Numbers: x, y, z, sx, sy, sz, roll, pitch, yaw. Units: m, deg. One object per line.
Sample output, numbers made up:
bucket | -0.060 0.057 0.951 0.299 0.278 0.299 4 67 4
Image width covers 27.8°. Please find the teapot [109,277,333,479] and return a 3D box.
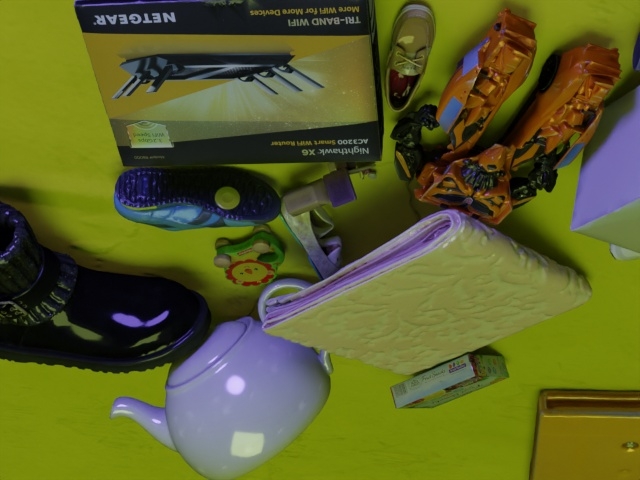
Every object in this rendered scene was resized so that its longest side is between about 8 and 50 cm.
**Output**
teapot | -0.119 0.191 1.783 0.252 0.256 0.187 -21 109 51

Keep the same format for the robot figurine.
robot figurine | 0.203 -0.124 1.471 0.211 0.085 0.291 17 138 -12

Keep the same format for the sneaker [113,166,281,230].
sneaker | -0.153 -0.046 1.620 0.209 0.069 0.082 4 155 0

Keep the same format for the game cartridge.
game cartridge | 0.472 0.341 2.016 0.285 0.053 0.324 1 141 5

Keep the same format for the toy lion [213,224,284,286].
toy lion | -0.089 0.027 1.720 0.100 0.034 0.096 -21 140 26

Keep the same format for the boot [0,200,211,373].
boot | -0.336 0.053 1.694 0.347 0.131 0.260 -3 139 10

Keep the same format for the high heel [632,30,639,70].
high heel | 0.441 -0.246 1.299 0.186 0.093 0.261 8 150 -2

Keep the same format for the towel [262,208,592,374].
towel | 0.140 0.076 1.667 0.317 0.053 0.331 -27 150 31

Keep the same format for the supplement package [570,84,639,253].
supplement package | 0.417 -0.071 1.419 0.203 0.149 0.194 17 162 -14

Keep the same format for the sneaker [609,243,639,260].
sneaker | 0.441 -0.007 1.585 0.190 0.083 0.071 -25 133 32

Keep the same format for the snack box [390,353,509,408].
snack box | 0.185 0.203 1.858 0.141 0.037 0.100 -27 160 32

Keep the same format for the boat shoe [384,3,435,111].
boat shoe | 0.098 -0.198 1.425 0.050 0.045 0.135 6 139 -1

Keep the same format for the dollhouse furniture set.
dollhouse furniture set | 0.008 -0.082 1.585 0.114 0.091 0.081 -20 178 38

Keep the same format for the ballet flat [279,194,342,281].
ballet flat | 0.000 0.000 1.660 0.052 0.057 0.168 -21 134 14

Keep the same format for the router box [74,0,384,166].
router box | -0.090 -0.194 1.422 0.308 0.081 0.243 -1 139 7
